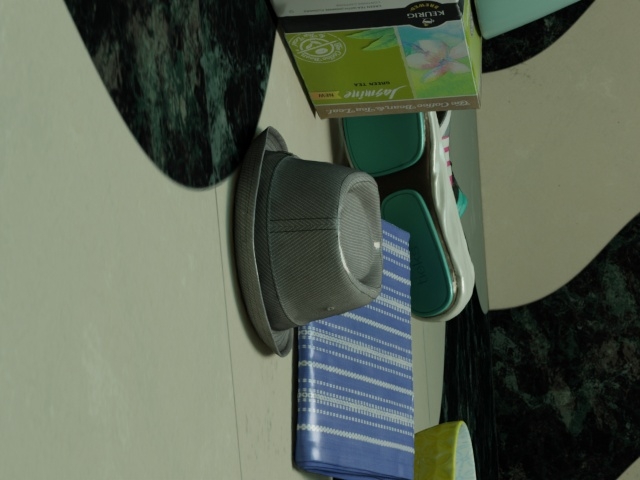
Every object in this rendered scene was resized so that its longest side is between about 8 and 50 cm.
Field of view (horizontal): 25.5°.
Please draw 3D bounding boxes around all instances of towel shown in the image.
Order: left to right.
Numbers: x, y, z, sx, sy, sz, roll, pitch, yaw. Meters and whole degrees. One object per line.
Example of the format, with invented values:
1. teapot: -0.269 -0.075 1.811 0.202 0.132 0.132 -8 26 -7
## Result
1. towel: 0.039 0.124 1.722 0.243 0.040 0.336 22 63 -53

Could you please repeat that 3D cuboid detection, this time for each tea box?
1. tea box: 0.075 -0.367 1.714 0.323 0.219 0.329 63 27 -61

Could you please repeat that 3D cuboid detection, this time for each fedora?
1. fedora: 0.000 0.000 1.496 0.275 0.124 0.244 50 39 -71

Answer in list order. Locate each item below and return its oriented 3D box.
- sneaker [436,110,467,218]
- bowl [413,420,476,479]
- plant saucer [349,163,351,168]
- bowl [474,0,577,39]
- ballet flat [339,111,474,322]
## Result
1. sneaker: 0.184 -0.128 2.394 0.178 0.123 0.296 49 47 -64
2. bowl: 0.123 0.390 1.910 0.289 0.156 0.290 -3 90 -78
3. plant saucer: 0.083 -0.020 2.083 0.310 0.050 0.311 -4 90 -78
4. bowl: 0.267 -0.405 1.709 0.311 0.163 0.312 -4 90 -79
5. ballet flat: 0.122 -0.087 1.915 0.139 0.139 0.400 -9 85 -78
